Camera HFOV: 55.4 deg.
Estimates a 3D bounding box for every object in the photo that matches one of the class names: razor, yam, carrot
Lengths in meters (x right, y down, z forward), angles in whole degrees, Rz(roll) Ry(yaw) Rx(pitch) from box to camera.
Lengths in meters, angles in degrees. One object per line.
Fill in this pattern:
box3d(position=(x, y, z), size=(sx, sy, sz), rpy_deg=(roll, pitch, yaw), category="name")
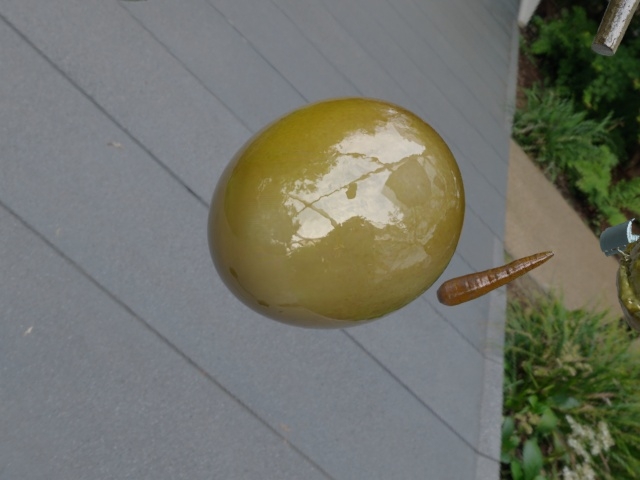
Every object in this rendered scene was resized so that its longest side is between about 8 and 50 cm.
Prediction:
box3d(position=(0.755, 0.009, 1.345), size=(0.232, 0.106, 0.068), rpy_deg=(8, 79, -4), category="razor")
box3d(position=(0.515, -0.428, 0.993), size=(0.046, 0.264, 0.046), rpy_deg=(24, 2, -1), category="yam")
box3d(position=(0.305, 0.064, 1.065), size=(0.048, 0.216, 0.048), rpy_deg=(56, 19, -32), category="carrot")

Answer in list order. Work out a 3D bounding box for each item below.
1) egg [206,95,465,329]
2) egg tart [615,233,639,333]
box3d(position=(0.020, -0.028, 0.672), size=(0.322, 0.250, 0.250), rpy_deg=(-28, 81, -46), category="egg")
box3d(position=(0.588, 0.059, 0.838), size=(0.339, 0.153, 0.351), rpy_deg=(22, 51, 27), category="egg tart")
